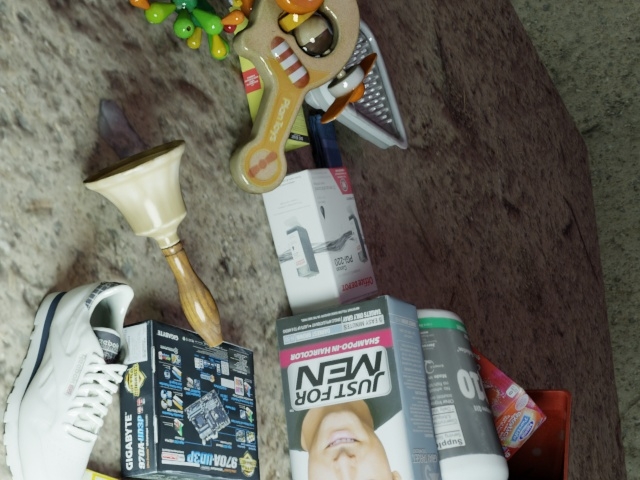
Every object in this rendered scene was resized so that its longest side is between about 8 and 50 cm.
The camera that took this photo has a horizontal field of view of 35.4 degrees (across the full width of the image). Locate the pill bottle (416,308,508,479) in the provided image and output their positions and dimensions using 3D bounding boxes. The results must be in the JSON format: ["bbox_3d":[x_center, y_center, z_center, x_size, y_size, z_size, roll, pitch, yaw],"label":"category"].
[{"bbox_3d":[0.172,0.306,1.560,0.204,0.204,0.361,34,37,-54],"label":"pill bottle"}]

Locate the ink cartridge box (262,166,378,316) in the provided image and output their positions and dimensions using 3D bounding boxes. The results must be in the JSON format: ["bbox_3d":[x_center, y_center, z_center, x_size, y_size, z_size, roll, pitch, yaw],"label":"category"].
[{"bbox_3d":[0.000,0.000,1.573,0.158,0.092,0.218,-13,90,-64],"label":"ink cartridge box"}]

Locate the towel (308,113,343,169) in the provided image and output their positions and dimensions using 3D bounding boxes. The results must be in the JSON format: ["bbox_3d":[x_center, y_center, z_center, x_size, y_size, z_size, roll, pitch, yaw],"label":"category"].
[{"bbox_3d":[0.010,-0.159,1.747,0.067,0.029,0.120,-1,77,-64],"label":"towel"}]

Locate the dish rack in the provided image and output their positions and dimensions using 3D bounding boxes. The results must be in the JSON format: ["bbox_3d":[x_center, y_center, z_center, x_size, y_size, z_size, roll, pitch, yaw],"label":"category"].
[{"bbox_3d":[0.037,-0.309,1.802,0.333,0.072,0.286,21,48,-59],"label":"dish rack"}]

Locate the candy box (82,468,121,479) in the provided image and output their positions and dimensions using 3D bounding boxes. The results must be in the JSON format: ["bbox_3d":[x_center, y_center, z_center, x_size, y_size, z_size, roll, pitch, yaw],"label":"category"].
[{"bbox_3d":[-0.201,0.317,1.073,0.206,0.027,0.105,39,46,-50],"label":"candy box"}]

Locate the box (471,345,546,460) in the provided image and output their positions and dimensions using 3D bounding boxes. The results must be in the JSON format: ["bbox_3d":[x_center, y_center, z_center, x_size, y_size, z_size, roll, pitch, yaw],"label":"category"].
[{"bbox_3d":[0.252,0.256,1.757,0.257,0.123,0.128,41,-3,44],"label":"box"}]

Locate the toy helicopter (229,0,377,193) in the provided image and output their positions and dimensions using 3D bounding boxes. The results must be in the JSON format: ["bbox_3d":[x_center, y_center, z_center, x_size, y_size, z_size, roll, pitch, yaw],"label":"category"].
[{"bbox_3d":[-0.034,-0.231,1.500,0.235,0.140,0.355,24,80,-29],"label":"toy helicopter"}]

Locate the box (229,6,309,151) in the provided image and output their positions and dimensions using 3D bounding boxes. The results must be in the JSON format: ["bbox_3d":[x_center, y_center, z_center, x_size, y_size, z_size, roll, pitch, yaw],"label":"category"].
[{"bbox_3d":[-0.080,-0.259,1.586,0.087,0.058,0.232,-1,78,-63],"label":"box"}]

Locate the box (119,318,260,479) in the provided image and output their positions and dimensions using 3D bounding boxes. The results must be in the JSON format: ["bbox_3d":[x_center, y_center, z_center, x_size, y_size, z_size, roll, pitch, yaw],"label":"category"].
[{"bbox_3d":[-0.152,0.202,1.204,0.220,0.051,0.175,28,52,-57],"label":"box"}]

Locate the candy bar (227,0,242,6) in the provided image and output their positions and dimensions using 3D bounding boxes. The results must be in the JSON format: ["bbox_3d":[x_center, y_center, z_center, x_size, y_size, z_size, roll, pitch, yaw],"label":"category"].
[{"bbox_3d":[-0.145,-0.379,1.493,0.040,0.018,0.161,62,-3,-30],"label":"candy bar"}]

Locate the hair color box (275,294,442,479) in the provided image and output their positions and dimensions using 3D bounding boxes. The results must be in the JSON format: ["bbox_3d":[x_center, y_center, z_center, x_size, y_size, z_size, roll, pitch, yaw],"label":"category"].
[{"bbox_3d":[0.059,0.283,1.431,0.113,0.185,0.375,21,58,-61],"label":"hair color box"}]

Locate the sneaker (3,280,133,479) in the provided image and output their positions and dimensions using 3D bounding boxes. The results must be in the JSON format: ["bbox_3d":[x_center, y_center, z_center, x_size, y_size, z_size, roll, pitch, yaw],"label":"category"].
[{"bbox_3d":[-0.244,0.148,1.001,0.090,0.094,0.235,41,43,-52],"label":"sneaker"}]

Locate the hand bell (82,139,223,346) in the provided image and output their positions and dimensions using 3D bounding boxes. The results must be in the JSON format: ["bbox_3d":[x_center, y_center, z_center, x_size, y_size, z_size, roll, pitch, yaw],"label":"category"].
[{"bbox_3d":[-0.171,0.016,1.180,0.242,0.126,0.126,68,27,-15],"label":"hand bell"}]

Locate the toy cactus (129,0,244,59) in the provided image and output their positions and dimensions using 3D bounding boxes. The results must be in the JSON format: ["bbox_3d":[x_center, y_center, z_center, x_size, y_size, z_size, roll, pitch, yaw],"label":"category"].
[{"bbox_3d":[-0.186,-0.356,1.397,0.219,0.112,0.181,37,35,-40],"label":"toy cactus"}]

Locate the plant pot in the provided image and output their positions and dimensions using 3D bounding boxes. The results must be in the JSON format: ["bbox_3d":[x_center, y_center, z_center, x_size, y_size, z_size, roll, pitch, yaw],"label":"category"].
[{"bbox_3d":[0.326,0.449,1.828,0.267,0.267,0.236,-70,151,-50],"label":"plant pot"}]
